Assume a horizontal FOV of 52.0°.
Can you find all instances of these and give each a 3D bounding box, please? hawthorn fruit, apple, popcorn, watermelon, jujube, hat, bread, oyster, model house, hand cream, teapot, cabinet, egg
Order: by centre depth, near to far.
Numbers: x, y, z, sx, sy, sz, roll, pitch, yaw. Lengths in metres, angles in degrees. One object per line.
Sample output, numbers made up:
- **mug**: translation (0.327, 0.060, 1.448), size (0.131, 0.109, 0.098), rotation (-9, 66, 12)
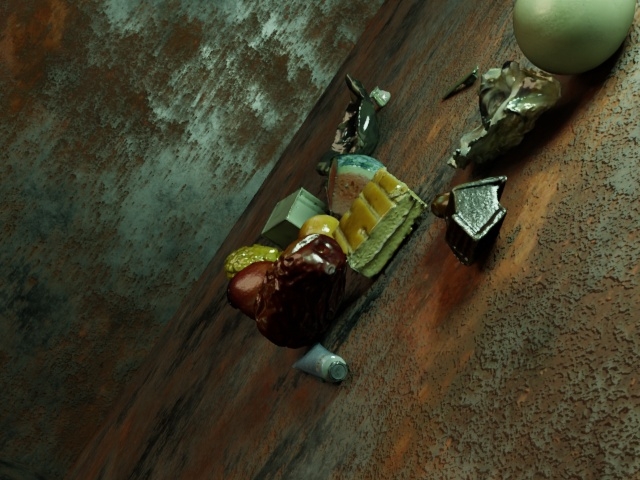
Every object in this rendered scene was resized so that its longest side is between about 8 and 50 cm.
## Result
- **model house**: translation (0.290, -0.019, 1.242), size (0.165, 0.106, 0.152), rotation (86, -172, -53)
- **egg**: translation (0.481, -0.437, 1.254), size (0.219, 0.219, 0.269), rotation (-38, 24, 47)
- **teapot**: translation (0.283, -0.066, 1.377), size (0.098, 0.078, 0.129), rotation (-15, 3, -3)
- **oyster**: translation (0.373, -0.257, 1.385), size (0.238, 0.114, 0.351), rotation (-67, 13, -21)
- **hand cream**: translation (0.001, 0.282, 1.530), size (0.091, 0.058, 0.271), rotation (-46, 11, -14)
- **jujube**: translation (-0.046, 0.122, 1.602), size (0.342, 0.216, 0.216), rotation (117, 174, -49)
- **bread**: translation (0.145, -0.047, 1.650), size (0.239, 0.111, 0.246), rotation (-54, 18, 13)
- **apple**: translation (0.000, 0.000, 1.914), size (0.146, 0.146, 0.146), rotation (-49, 18, 22)
- **hawthorn fruit**: translation (-0.169, 0.145, 2.078), size (0.251, 0.189, 0.189), rotation (-34, 23, 17)
- **watermelon**: translation (0.072, -0.178, 2.080), size (0.318, 0.148, 0.226), rotation (-19, 48, 67)
- **cabinet**: translation (-0.076, -0.065, 2.252), size (0.206, 0.145, 0.150), rotation (-27, 33, 58)
- **popcorn**: translation (-0.216, 0.086, 2.271), size (0.226, 0.200, 0.203), rotation (-36, 25, 32)
- **hat**: translation (0.144, -0.404, 2.343), size (0.381, 0.257, 0.366), rotation (-22, -42, -52)
- **teapot**: translation (0.221, -0.535, 2.453), size (0.064, 0.064, 0.083), rotation (-47, 18, 29)

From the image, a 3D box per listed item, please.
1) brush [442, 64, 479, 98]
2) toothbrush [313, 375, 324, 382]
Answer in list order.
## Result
- **brush**: translation (0.398, -0.438, 1.844), size (0.034, 0.027, 0.190), rotation (-57, 8, -18)
- **toothbrush**: translation (-0.022, 0.320, 1.589), size (0.167, 0.014, 0.011), rotation (-174, 100, -71)
